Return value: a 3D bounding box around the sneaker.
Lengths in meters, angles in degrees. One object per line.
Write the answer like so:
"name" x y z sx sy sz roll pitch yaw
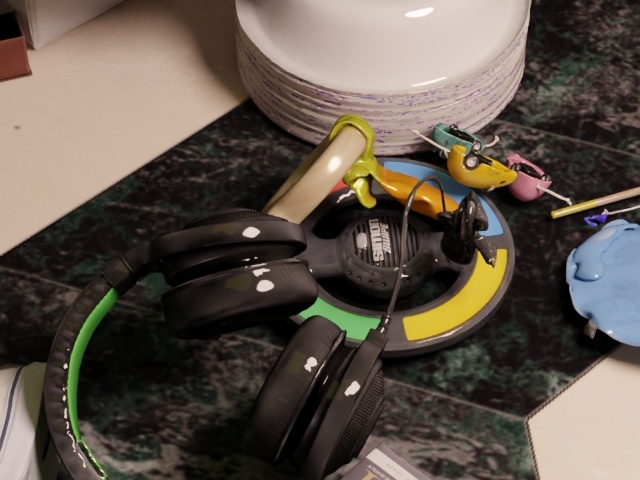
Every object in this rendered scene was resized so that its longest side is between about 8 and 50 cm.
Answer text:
"sneaker" -0.265 0.205 1.560 0.091 0.094 0.258 -6 40 14

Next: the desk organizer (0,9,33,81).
"desk organizer" -0.350 -0.179 1.921 0.130 0.050 0.047 -14 49 -12

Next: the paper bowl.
"paper bowl" 0.059 -0.226 1.899 0.284 0.148 0.284 0 49 0

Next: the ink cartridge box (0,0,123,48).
"ink cartridge box" -0.300 -0.350 2.027 0.211 0.121 0.289 -33 56 -26

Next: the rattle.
"rattle" 0.000 0.000 1.715 0.199 0.143 0.130 -52 23 -15

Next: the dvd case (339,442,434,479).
"dvd case" 0.035 0.269 1.536 0.164 0.018 0.221 35 57 28

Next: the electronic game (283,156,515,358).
"electronic game" 0.057 0.012 1.748 0.229 0.048 0.229 0 48 0

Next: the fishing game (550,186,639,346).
"fishing game" 0.306 0.043 1.727 0.189 0.041 0.264 -19 42 -17

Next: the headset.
"headset" -0.032 0.082 1.606 0.394 0.185 0.243 -34 81 -4

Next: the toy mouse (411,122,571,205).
"toy mouse" 0.153 -0.069 1.813 0.161 0.031 0.143 24 15 -2
